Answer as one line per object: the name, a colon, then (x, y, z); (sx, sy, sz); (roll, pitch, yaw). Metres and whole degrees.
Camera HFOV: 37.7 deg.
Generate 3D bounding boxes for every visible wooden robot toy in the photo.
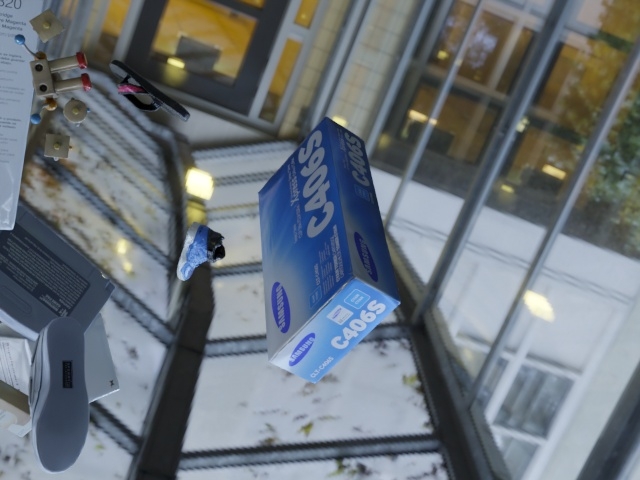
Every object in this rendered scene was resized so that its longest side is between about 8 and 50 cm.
wooden robot toy: (-0.314, -0.183, 1.120); (0.076, 0.173, 0.079); (-11, -174, -15)

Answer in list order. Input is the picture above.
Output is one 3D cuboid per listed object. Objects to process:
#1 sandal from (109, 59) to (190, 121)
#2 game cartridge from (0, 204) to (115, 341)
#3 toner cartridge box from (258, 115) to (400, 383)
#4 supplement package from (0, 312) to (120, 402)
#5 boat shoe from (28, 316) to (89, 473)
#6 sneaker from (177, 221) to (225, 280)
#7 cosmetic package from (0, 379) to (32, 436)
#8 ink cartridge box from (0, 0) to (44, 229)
sandal: (-0.255, -0.209, 1.342); (0.179, 0.040, 0.067); (37, 178, 36)
game cartridge: (-0.559, 0.072, 1.808); (0.294, 0.060, 0.196); (44, -132, -19)
toner cartridge box: (0.000, 0.000, 1.216); (0.075, 0.165, 0.348); (28, -150, -25)
supplement package: (-0.590, 0.256, 1.996); (0.177, 0.175, 0.293); (-19, -169, -42)
boat shoe: (-0.440, 0.259, 1.561); (0.095, 0.258, 0.084); (18, 152, -35)
sneaker: (-0.245, 0.036, 1.961); (0.084, 0.152, 0.058); (23, -146, 3)
cosmetic package: (-0.544, 0.287, 1.624); (0.115, 0.060, 0.041); (38, -155, -28)
ink cartridge box: (-0.532, -0.179, 1.172); (0.324, 0.330, 0.071); (4, -158, -28)
